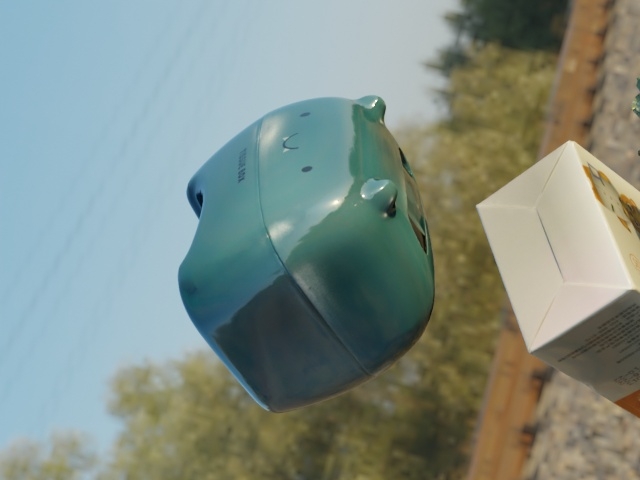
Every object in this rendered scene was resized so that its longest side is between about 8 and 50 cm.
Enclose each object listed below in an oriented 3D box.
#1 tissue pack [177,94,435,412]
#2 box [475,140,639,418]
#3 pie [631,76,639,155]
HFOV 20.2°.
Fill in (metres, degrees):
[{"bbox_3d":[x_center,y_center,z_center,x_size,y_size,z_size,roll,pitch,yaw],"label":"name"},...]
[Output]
[{"bbox_3d":[0.000,0.000,1.589,0.198,0.206,0.287,55,-164,-22],"label":"tissue pack"},{"bbox_3d":[0.354,0.065,2.065,0.143,0.341,0.225,-36,49,24],"label":"box"},{"bbox_3d":[0.479,-0.178,1.867,0.355,0.288,0.103,-48,-36,20],"label":"pie"}]
